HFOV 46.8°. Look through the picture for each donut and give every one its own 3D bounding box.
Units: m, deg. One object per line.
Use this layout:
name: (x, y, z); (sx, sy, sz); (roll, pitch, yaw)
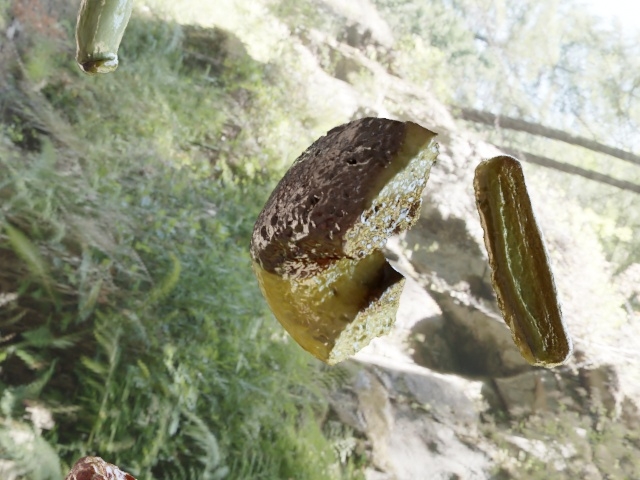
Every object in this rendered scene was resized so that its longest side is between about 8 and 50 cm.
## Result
donut: (0.000, 0.000, 0.679); (0.112, 0.151, 0.295); (-46, 158, -34)

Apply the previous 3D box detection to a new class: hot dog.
hot dog: (0.192, 0.021, 0.732); (0.047, 0.066, 0.216); (-33, -111, 62)

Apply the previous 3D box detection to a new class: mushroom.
mushroom: (-0.341, -0.424, 1.214); (0.100, 0.081, 0.312); (38, -66, 46)

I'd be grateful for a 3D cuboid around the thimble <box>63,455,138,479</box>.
thimble: (-0.478, 0.675, 1.705); (0.231, 0.350, 0.350); (-55, -169, -13)
